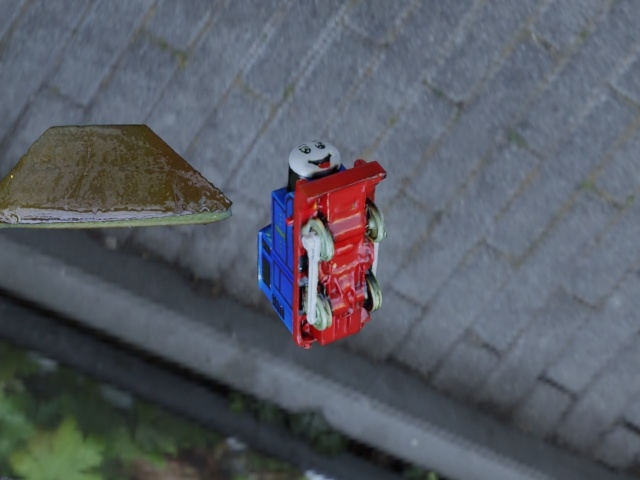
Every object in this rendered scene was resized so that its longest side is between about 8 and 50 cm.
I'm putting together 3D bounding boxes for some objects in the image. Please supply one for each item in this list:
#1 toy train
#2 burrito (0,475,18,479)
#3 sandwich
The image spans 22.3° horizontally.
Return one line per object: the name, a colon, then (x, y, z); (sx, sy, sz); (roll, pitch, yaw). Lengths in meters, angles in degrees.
toy train: (0.000, 0.000, 1.486); (0.083, 0.131, 0.204); (-18, 137, -21)
burrito: (-0.170, 0.256, 0.710); (0.105, 0.143, 0.299); (36, 78, -39)
sandwich: (-0.210, -0.055, 1.562); (0.258, 0.094, 0.096); (-1, 79, 1)
